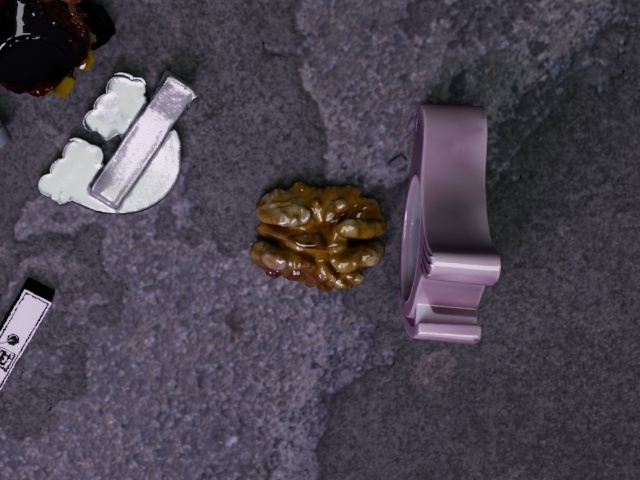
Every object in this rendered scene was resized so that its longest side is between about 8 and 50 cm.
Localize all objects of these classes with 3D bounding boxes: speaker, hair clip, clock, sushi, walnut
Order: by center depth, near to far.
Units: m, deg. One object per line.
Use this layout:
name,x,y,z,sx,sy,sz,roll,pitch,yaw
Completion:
sushi,-0.329,-0.235,1.598,0.153,0.150,0.172,-27,130,5
clock,0.149,-0.015,1.673,0.080,0.290,0.275,4,102,-5
hair clip,-0.229,-0.110,1.733,0.140,0.054,0.220,31,106,-19
walnut,0.000,0.000,1.778,0.170,0.069,0.143,3,107,-9
speaker,-0.398,0.140,1.805,0.040,0.046,0.191,29,104,-13

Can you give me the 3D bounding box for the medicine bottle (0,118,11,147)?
medicine bottle,-0.442,-0.196,1.662,0.090,0.090,0.217,-26,110,4
